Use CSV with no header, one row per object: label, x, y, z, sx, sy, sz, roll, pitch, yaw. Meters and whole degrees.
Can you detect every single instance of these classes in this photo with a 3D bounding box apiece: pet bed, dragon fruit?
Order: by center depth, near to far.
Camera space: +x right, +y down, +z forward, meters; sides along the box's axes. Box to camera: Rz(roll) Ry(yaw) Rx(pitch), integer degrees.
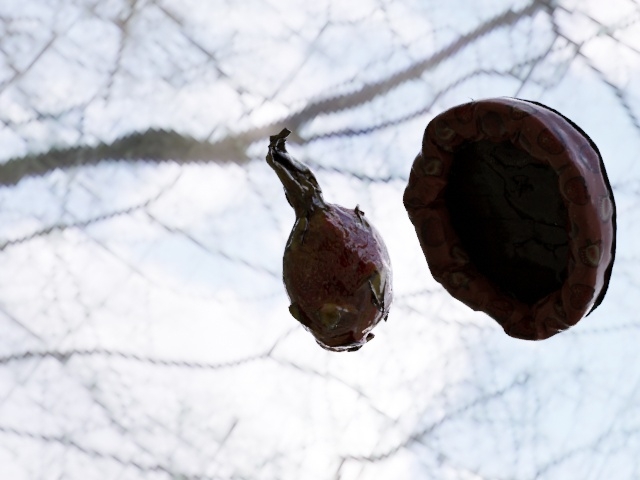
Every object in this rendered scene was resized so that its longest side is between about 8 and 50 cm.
pet bed,0.149,-0.021,1.492,0.201,0.053,0.201,16,-64,38
dragon fruit,0.000,0.000,1.975,0.125,0.125,0.246,-21,-86,21
